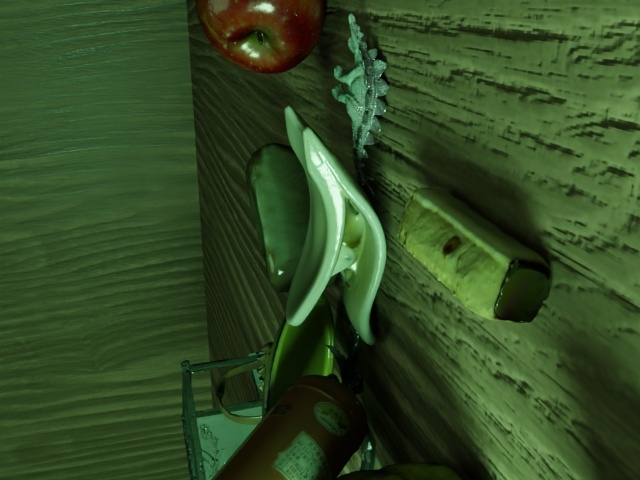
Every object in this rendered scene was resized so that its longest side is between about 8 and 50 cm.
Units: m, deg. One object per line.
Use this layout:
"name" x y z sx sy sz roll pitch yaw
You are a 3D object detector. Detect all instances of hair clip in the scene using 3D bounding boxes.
"hair clip" 0.018 -0.007 0.864 0.172 0.113 0.282 -119 30 -70

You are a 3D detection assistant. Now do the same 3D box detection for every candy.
"candy" -0.047 -0.035 1.098 0.102 0.104 0.234 114 148 -60

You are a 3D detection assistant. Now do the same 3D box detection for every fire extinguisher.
"fire extinguisher" -0.038 0.282 0.861 0.113 0.376 0.200 18 131 26

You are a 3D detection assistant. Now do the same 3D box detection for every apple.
"apple" -0.076 -0.321 0.982 0.181 0.181 0.168 107 176 -56

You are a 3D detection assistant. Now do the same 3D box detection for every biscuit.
"biscuit" 0.118 0.006 0.597 0.188 0.052 0.056 -131 50 -64

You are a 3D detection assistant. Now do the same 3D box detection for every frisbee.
"frisbee" -0.027 0.185 1.010 0.236 0.017 0.236 6 -90 -69

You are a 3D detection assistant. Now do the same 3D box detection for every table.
"table" -0.130 0.410 1.356 0.272 0.222 0.335 106 153 -54

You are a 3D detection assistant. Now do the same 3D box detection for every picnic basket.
"picnic basket" -0.076 0.231 1.160 0.128 0.178 0.138 -120 28 -56

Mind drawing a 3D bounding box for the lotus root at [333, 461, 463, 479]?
"lotus root" 0.066 0.297 0.705 0.275 0.151 0.160 118 134 -68

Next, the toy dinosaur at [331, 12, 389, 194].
"toy dinosaur" 0.047 -0.148 0.830 0.082 0.039 0.209 -144 45 -61

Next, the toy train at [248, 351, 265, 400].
"toy train" -0.121 0.331 1.635 0.207 0.043 0.047 -115 23 -51
